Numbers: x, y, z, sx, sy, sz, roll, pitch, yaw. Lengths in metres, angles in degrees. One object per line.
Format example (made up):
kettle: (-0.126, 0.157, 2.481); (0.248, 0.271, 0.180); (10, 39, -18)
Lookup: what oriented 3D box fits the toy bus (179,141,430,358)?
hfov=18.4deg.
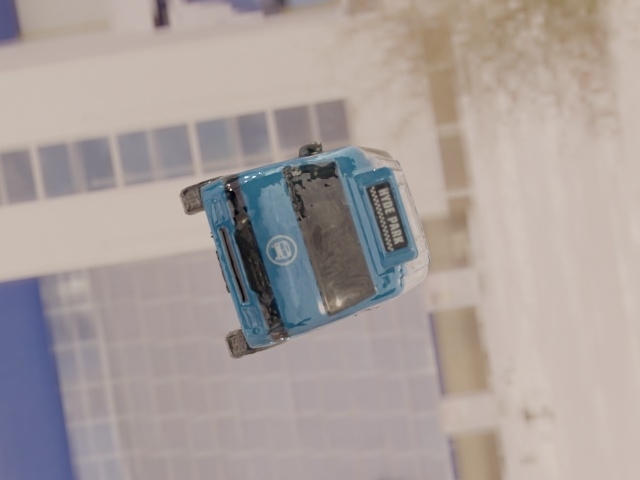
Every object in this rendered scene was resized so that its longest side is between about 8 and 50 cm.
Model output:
toy bus: (0.000, 0.000, 0.437); (0.083, 0.046, 0.038); (-11, -96, -83)
